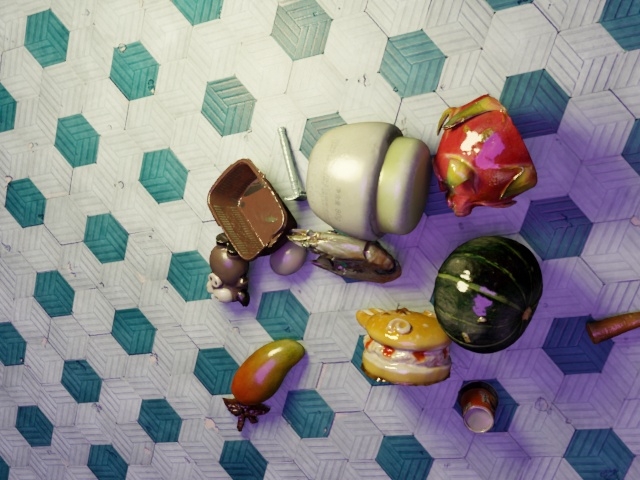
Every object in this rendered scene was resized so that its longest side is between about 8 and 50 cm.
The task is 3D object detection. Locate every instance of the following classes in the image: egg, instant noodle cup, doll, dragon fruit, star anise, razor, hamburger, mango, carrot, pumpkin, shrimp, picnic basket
[{"bbox_3d":[-0.100,0.052,1.835,0.135,0.103,0.103,-43,88,17],"label":"egg"},{"bbox_3d":[0.470,0.501,1.744,0.127,0.135,0.127,3,102,15],"label":"instant noodle cup"},{"bbox_3d":[-0.292,0.101,1.871,0.182,0.117,0.258,39,134,28],"label":"doll"},{"bbox_3d":[0.401,-0.205,1.530,0.225,0.305,0.306,-29,92,10],"label":"dragon fruit"},{"bbox_3d":[-0.270,0.595,1.985,0.158,0.144,0.141,-31,100,19],"label":"star anise"},{"bbox_3d":[-0.094,-0.235,1.790,0.068,0.106,0.232,-14,88,18],"label":"razor"},{"bbox_3d":[0.241,0.292,1.724,0.302,0.260,0.187,9,101,57],"label":"hamburger"},{"bbox_3d":[-0.184,0.430,1.932,0.146,0.129,0.289,38,100,8],"label":"mango"},{"bbox_3d":[0.852,0.229,1.622,0.209,0.061,0.061,-21,95,14],"label":"carrot"},{"bbox_3d":[0.454,0.147,1.582,0.241,0.323,0.324,20,109,42],"label":"pumpkin"},{"bbox_3d":[0.065,0.051,1.729,0.359,0.247,0.085,20,63,-8],"label":"shrimp"},{"bbox_3d":[-0.196,-0.091,1.783,0.222,0.129,0.297,-45,64,19],"label":"picnic basket"}]

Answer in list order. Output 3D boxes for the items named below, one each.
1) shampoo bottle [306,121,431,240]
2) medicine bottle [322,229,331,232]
[{"bbox_3d":[0.128,-0.164,1.607,0.317,0.322,0.323,10,104,20],"label":"shampoo bottle"},{"bbox_3d":[0.000,0.000,1.825,0.083,0.047,0.047,-14,97,18],"label":"medicine bottle"}]
